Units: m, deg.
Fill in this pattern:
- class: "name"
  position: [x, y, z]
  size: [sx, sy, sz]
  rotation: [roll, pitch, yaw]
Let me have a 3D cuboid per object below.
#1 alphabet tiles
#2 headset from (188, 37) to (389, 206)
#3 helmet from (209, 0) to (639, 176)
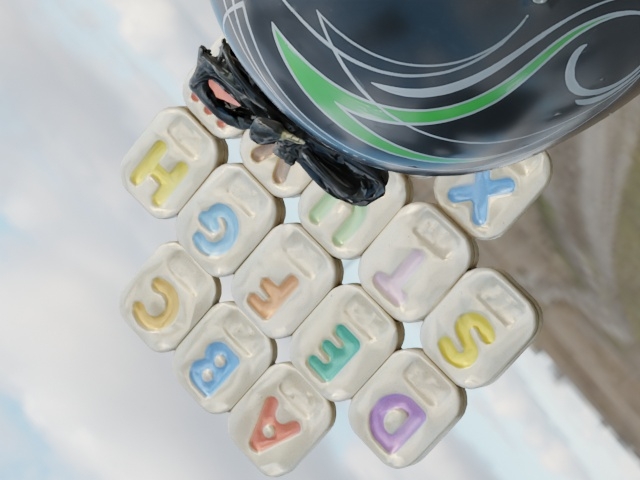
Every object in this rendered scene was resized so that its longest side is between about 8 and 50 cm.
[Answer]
- class: "alphabet tiles"
  position: [0.000, 0.000, 0.952]
  size: [0.284, 0.278, 0.021]
  rotation: [46, -163, 16]
- class: "headset"
  position: [0.104, -0.196, 0.813]
  size: [0.185, 0.394, 0.243]
  rotation: [33, -177, -18]
- class: "helmet"
  position: [0.040, -0.105, 0.550]
  size: [0.169, 0.162, 0.169]
  rotation: [-13, -90, -78]
